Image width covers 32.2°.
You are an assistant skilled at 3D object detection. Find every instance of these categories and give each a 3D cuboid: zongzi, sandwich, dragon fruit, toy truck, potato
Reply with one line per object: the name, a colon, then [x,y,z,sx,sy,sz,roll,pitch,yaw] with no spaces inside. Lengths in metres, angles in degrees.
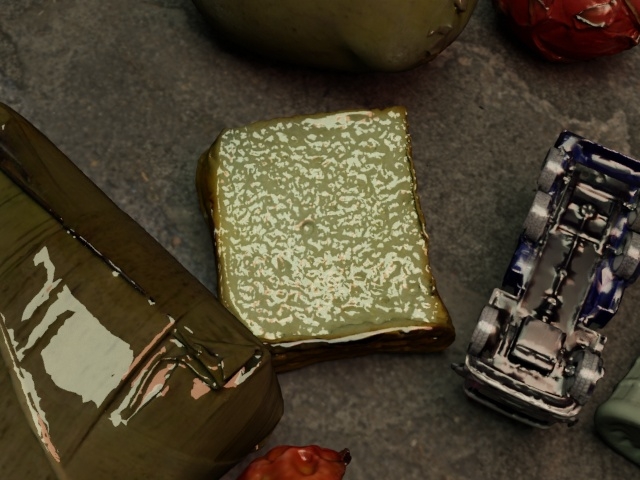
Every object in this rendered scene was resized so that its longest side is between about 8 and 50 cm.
zongzi: [-0.349,0.114,0.939,0.467,0.218,0.500,-41,74,-20]
sandwich: [0.000,0.000,1.091,0.226,0.087,0.251,-7,66,-9]
dragon fruit: [0.274,-0.280,1.204,0.172,0.172,0.209,-38,82,-20]
toy truck: [0.224,0.047,1.054,0.124,0.155,0.268,24,68,7]
potato: [0.012,-0.302,1.162,0.326,0.221,0.243,14,55,16]

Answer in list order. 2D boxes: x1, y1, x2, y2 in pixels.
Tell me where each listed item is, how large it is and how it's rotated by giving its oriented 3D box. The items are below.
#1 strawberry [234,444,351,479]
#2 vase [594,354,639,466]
strawberry: [-0.057,0.283,0.860,0.150,0.280,0.253,8,74,2]
vase: [0.378,0.078,1.062,0.143,0.143,0.299,33,70,11]
